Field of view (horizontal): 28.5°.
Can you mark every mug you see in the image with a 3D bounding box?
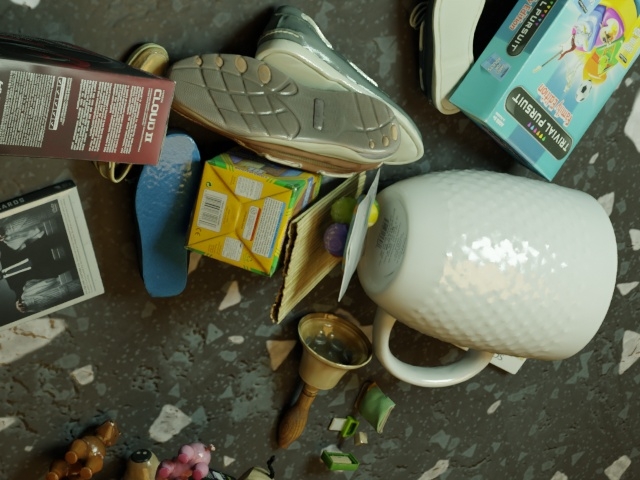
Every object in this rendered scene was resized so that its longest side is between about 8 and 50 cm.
[{"bbox_3d":[0.218,0.069,1.939,0.328,0.276,0.374,11,117,-25],"label":"mug"}]

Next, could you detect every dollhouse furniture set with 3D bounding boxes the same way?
[{"bbox_3d":[0.057,0.311,2.107,0.058,0.076,0.151,11,112,-35],"label":"dollhouse furniture set"}]

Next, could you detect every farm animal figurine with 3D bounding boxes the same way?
[{"bbox_3d":[-0.246,0.413,1.904,0.330,0.172,0.327,17,106,4],"label":"farm animal figurine"}]

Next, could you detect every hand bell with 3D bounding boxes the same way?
[{"bbox_3d":[-0.021,0.246,2.024,0.126,0.126,0.242,4,127,-32],"label":"hand bell"}]

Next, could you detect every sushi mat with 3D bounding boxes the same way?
[{"bbox_3d":[0.000,0.000,1.793,0.316,0.019,0.151,-41,148,-65],"label":"sushi mat"}]

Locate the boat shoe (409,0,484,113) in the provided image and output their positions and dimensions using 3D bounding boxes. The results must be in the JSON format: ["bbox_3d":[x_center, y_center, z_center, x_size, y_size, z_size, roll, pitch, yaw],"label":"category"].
[{"bbox_3d":[0.182,-0.309,1.814,0.095,0.079,0.254,-21,128,-22],"label":"boat shoe"}]

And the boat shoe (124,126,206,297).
[{"bbox_3d":[-0.224,-0.045,1.730,0.109,0.089,0.258,5,120,-18],"label":"boat shoe"}]

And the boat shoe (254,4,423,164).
[{"bbox_3d":[0.038,-0.214,1.764,0.116,0.099,0.319,-21,139,39],"label":"boat shoe"}]

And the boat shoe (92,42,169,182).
[{"bbox_3d":[-0.239,-0.163,1.654,0.068,0.072,0.190,10,110,-33],"label":"boat shoe"}]

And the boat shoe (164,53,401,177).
[{"bbox_3d":[-0.058,-0.151,1.678,0.324,0.123,0.116,17,149,-13],"label":"boat shoe"}]

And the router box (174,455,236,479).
[{"bbox_3d":[-0.227,0.447,2.039,0.133,0.046,0.179,30,99,-38],"label":"router box"}]

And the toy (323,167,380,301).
[{"bbox_3d":[0.038,-0.017,1.761,0.056,0.237,0.137,13,107,9],"label":"toy"}]

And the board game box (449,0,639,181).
[{"bbox_3d":[0.368,-0.283,1.885,0.336,0.079,0.254,-56,143,3],"label":"board game box"}]

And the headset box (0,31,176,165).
[{"bbox_3d":[-0.330,-0.171,1.462,0.293,0.218,0.110,1,108,-49],"label":"headset box"}]

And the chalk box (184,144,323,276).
[{"bbox_3d":[-0.081,-0.051,1.744,0.132,0.213,0.132,18,107,10],"label":"chalk box"}]

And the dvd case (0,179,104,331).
[{"bbox_3d":[-0.423,0.035,1.692,0.239,0.029,0.179,-22,125,-19],"label":"dvd case"}]

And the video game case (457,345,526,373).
[{"bbox_3d":[0.337,0.109,2.186,0.206,0.026,0.227,28,101,-39],"label":"video game case"}]
